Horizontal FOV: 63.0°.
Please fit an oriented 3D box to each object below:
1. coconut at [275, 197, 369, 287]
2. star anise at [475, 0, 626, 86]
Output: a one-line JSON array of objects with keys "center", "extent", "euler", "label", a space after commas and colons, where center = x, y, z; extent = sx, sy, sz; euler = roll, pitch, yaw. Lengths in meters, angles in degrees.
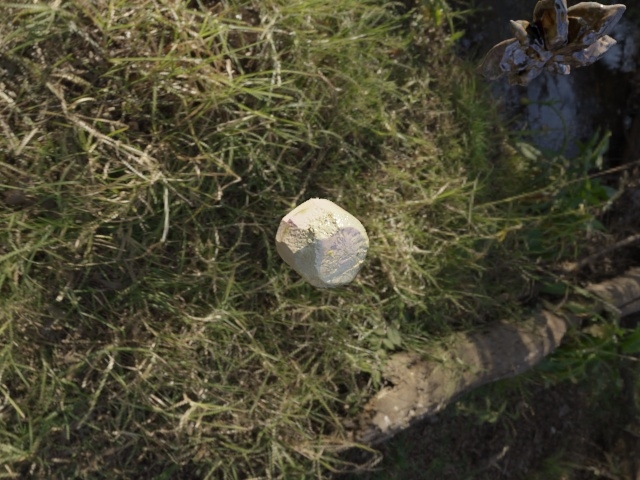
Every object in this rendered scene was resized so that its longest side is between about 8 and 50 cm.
[{"center": [0.000, 0.000, 0.760], "extent": [0.116, 0.122, 0.116], "euler": [-11, 113, -27], "label": "coconut"}, {"center": [0.368, -0.306, 0.822], "extent": [0.197, 0.212, 0.073], "euler": [-2, 76, -5], "label": "star anise"}]
